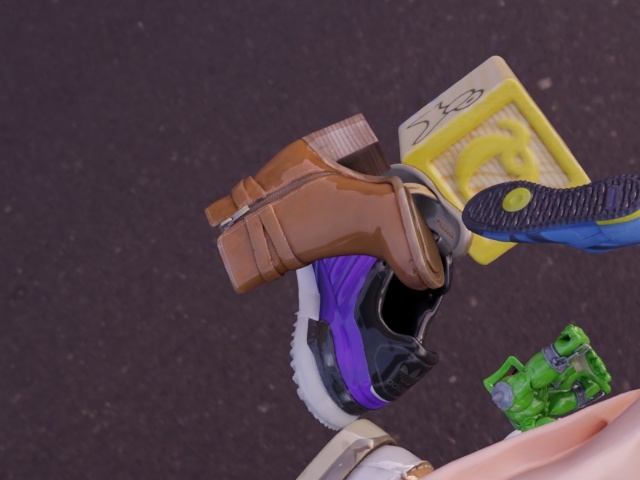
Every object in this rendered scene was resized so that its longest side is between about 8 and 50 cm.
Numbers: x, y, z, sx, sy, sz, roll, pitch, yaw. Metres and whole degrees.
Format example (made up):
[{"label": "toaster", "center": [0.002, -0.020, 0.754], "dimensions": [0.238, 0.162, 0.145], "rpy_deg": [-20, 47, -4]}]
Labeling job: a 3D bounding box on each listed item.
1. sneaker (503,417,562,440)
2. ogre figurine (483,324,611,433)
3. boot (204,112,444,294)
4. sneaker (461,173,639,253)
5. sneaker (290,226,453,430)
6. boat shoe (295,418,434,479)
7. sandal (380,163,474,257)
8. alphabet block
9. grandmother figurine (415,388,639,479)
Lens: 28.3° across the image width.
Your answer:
[{"label": "sneaker", "center": [0.317, 0.285, 1.518], "dimensions": [0.095, 0.236, 0.105], "rpy_deg": [-61, 29, 35]}, {"label": "ogre figurine", "center": [0.247, 0.157, 1.370], "dimensions": [0.118, 0.197, 0.097], "rpy_deg": [-33, 83, 4]}, {"label": "boot", "center": [0.000, 0.000, 0.961], "dimensions": [0.152, 0.073, 0.197], "rpy_deg": [-30, 41, 3]}, {"label": "sneaker", "center": [0.242, -0.015, 1.257], "dimensions": [0.209, 0.082, 0.069], "rpy_deg": [-3, 53, 34]}, {"label": "sneaker", "center": [0.050, 0.015, 1.122], "dimensions": [0.146, 0.102, 0.293], "rpy_deg": [-29, 49, 28]}, {"label": "boat shoe", "center": [-0.023, 0.258, 0.794], "dimensions": [0.103, 0.113, 0.302], "rpy_deg": [33, 78, 26]}, {"label": "sandal", "center": [0.118, -0.039, 1.565], "dimensions": [0.180, 0.049, 0.072], "rpy_deg": [45, 128, 41]}, {"label": "alphabet block", "center": [0.233, -0.114, 1.742], "dimensions": [0.192, 0.193, 0.197], "rpy_deg": [-38, 12, 13]}, {"label": "grandmother figurine", "center": [0.194, 0.105, 0.687], "dimensions": [0.342, 0.208, 0.104], "rpy_deg": [-26, 61, -21]}]
